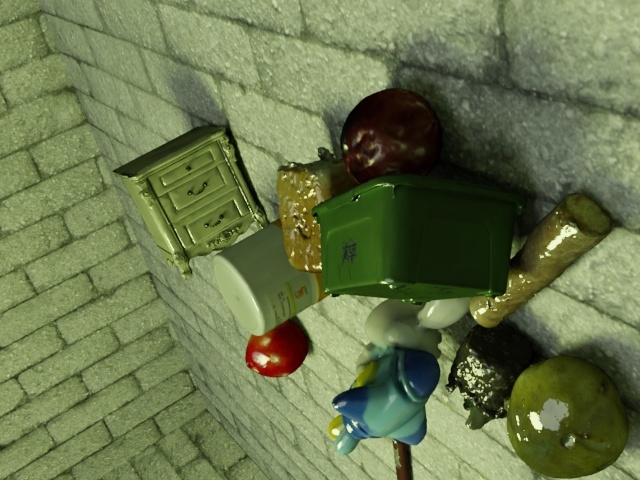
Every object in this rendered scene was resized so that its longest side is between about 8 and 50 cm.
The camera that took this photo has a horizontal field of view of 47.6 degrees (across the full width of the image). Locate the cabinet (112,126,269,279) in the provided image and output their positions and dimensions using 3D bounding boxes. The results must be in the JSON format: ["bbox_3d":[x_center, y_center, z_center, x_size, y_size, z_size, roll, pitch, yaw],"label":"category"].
[{"bbox_3d":[-0.349,-0.110,1.994,0.227,0.290,0.317,16,134,60],"label":"cabinet"}]

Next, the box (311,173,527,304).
[{"bbox_3d":[0.144,0.010,1.162,0.329,0.253,0.177,165,108,-69],"label":"box"}]

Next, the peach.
[{"bbox_3d":[-0.137,0.331,2.195,0.197,0.197,0.197,44,152,32],"label":"peach"}]

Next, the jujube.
[{"bbox_3d":[0.106,-0.156,1.213,0.168,0.168,0.236,60,159,-1],"label":"jujube"}]

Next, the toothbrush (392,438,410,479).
[{"bbox_3d":[0.233,0.658,2.033,0.041,0.041,0.363,36,147,43],"label":"toothbrush"}]

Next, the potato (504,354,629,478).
[{"bbox_3d":[0.389,0.288,1.167,0.197,0.149,0.228,60,151,11],"label":"potato"}]

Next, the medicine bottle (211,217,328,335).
[{"bbox_3d":[-0.120,0.088,1.835,0.238,0.232,0.237,45,153,31],"label":"medicine bottle"}]

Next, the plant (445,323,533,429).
[{"bbox_3d":[0.307,0.244,1.308,0.131,0.142,0.203,29,134,34],"label":"plant"}]

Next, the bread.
[{"bbox_3d":[0.027,-0.067,1.449,0.196,0.176,0.246,5,107,50],"label":"bread"}]

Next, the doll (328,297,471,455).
[{"bbox_3d":[0.149,0.254,1.416,0.187,0.365,0.376,21,162,8],"label":"doll"}]

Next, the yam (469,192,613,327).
[{"bbox_3d":[0.319,0.044,1.112,0.081,0.081,0.356,53,153,15],"label":"yam"}]
